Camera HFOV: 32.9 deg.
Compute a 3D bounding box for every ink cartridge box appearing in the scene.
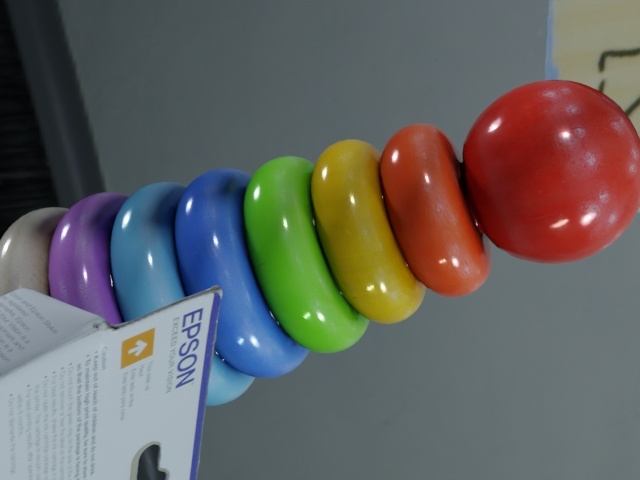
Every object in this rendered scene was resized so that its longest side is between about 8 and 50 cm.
[{"bbox_3d":[-0.147,0.128,0.436,0.045,0.224,0.223,38,134,29],"label":"ink cartridge box"}]

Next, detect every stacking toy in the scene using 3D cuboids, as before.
[{"bbox_3d":[0.000,0.000,0.559,0.330,0.141,0.141,-20,85,17],"label":"stacking toy"}]

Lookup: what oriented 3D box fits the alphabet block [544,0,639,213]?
[{"bbox_3d":[0.290,-0.122,0.750,0.197,0.193,0.192,-5,79,49],"label":"alphabet block"}]
